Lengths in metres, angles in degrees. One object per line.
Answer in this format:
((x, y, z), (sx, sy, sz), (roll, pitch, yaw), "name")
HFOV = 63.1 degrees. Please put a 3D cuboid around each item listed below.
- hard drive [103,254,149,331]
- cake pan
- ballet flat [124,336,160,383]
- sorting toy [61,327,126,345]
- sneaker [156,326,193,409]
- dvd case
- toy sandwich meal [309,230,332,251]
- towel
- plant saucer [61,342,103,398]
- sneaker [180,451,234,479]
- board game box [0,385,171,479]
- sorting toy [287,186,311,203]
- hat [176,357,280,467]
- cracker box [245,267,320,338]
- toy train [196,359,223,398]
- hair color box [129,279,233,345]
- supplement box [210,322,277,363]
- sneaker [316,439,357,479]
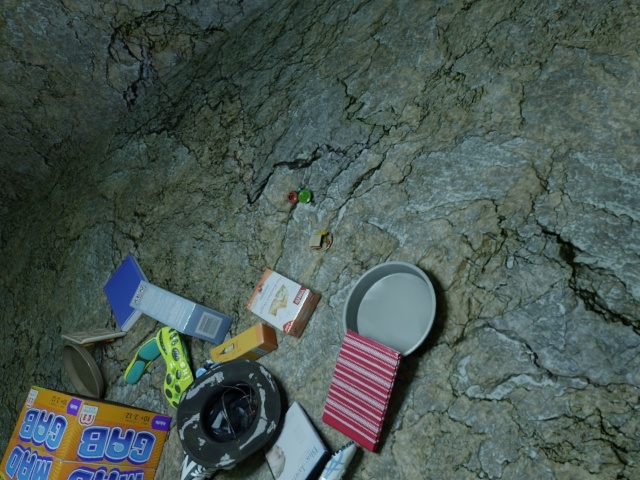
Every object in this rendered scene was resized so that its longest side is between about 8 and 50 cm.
((-0.854, 0.227, 2.319), (0.210, 0.040, 0.319), (-51, 45, 4), "hard drive")
((0.198, 0.202, 1.464), (0.293, 0.054, 0.293), (-19, 55, 30), "cake pan")
((-0.693, 0.454, 2.044), (0.231, 0.077, 0.077), (-53, 29, 6), "ballet flat")
((-0.962, 0.410, 2.213), (0.208, 0.193, 0.038), (-2, 91, 40), "sorting toy")
((-0.505, 0.452, 1.871), (0.110, 0.123, 0.295), (-17, 72, 3), "sneaker")
((-0.076, 0.585, 1.442), (0.180, 0.022, 0.253), (-55, 26, 0), "dvd case")
((0.000, 0.000, 1.755), (0.086, 0.029, 0.085), (-19, 56, 31), "toy sandwich meal")
((0.108, 0.400, 1.401), (0.199, 0.031, 0.274), (16, 91, 43), "towel")
((-0.972, 0.540, 2.140), (0.278, 0.041, 0.277), (19, 121, 35), "plant saucer")
((-0.355, 0.712, 1.605), (0.235, 0.094, 0.153), (0, 68, 39), "sneaker")
((-0.803, 0.726, 1.777), (0.357, 0.356, 0.356), (-3, 65, 38), "board game box")
((-0.072, -0.162, 1.904), (0.102, 0.042, 0.061), (3, 84, 28), "sorting toy")
((-0.265, 0.529, 1.596), (0.332, 0.134, 0.331), (-6, 62, 11), "hat")
((-0.126, 0.203, 1.720), (0.232, 0.067, 0.155), (22, 82, 43), "cracker box")
((-0.352, 0.481, 1.693), (0.105, 0.080, 0.184), (14, 97, 11), "toy train")
((-0.519, 0.263, 1.924), (0.375, 0.185, 0.113), (13, 76, 43), "hair color box")
((-0.257, 0.362, 1.732), (0.233, 0.080, 0.078), (-30, 50, 21), "supplement box")
((0.028, 0.629, 1.356), (0.086, 0.085, 0.237), (35, 88, 20), "sneaker")
